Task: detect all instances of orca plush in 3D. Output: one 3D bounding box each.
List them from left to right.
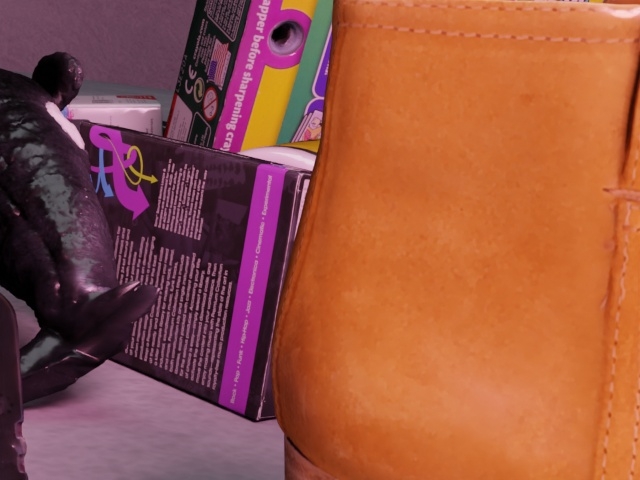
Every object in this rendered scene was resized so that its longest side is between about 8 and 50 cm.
[{"bbox_3d":[-0.187,-0.024,0.660,0.102,0.151,0.287,27,24,-37],"label":"orca plush"}]

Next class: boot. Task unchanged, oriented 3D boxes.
[{"bbox_3d":[0.135,0.039,0.353,0.295,0.211,0.104,8,10,-6],"label":"boot"}]

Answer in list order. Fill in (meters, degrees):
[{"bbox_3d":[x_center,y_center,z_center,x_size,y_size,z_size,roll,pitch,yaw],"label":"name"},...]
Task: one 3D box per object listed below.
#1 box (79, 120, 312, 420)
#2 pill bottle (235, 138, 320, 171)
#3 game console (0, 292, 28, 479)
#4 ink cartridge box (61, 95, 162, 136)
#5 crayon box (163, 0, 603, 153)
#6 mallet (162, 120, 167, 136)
[{"bbox_3d":[-0.069,0.010,0.661,0.162,0.116,0.029,16,10,40],"label":"box"},{"bbox_3d":[0.000,0.000,0.776,0.119,0.119,0.208,11,9,14],"label":"pill bottle"},{"bbox_3d":[-0.136,0.064,0.351,0.144,0.085,0.124,2,10,-31],"label":"game console"},{"bbox_3d":[-0.240,-0.098,1.260,0.175,0.072,0.127,-1,11,-10],"label":"ink cartridge box"},{"bbox_3d":[0.061,-0.169,1.081,0.313,0.362,0.106,3,28,-29],"label":"crayon box"},{"bbox_3d":[-0.213,-0.114,1.595,0.062,0.039,0.189,12,14,9],"label":"mallet"}]
